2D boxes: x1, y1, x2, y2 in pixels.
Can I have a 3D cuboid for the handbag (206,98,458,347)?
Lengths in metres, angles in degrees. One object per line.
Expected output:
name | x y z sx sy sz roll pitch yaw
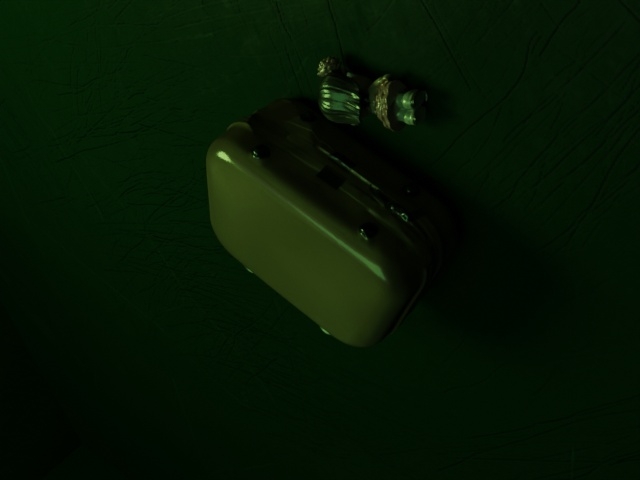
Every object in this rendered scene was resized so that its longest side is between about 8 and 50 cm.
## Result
handbag | 0.000 0.000 1.034 0.302 0.149 0.283 35 144 17

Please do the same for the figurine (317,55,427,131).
figurine | 0.050 -0.155 0.892 0.129 0.054 0.072 18 134 36
